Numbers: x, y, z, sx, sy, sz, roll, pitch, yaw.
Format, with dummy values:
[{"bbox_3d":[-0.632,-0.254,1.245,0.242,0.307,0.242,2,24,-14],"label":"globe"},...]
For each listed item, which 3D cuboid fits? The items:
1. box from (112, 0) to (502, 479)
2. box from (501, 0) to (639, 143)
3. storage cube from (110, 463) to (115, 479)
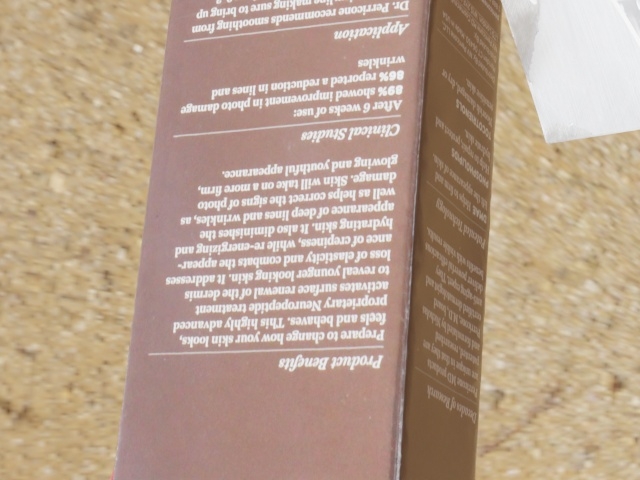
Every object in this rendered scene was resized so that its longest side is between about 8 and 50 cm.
[{"bbox_3d":[0.000,0.000,1.114,0.191,0.143,0.381,-3,70,26],"label":"box"},{"bbox_3d":[0.104,-0.126,0.445,0.056,0.231,0.183,-21,96,-20],"label":"box"},{"bbox_3d":[-0.053,0.178,1.321,0.184,0.193,0.215,14,67,1],"label":"storage cube"}]
